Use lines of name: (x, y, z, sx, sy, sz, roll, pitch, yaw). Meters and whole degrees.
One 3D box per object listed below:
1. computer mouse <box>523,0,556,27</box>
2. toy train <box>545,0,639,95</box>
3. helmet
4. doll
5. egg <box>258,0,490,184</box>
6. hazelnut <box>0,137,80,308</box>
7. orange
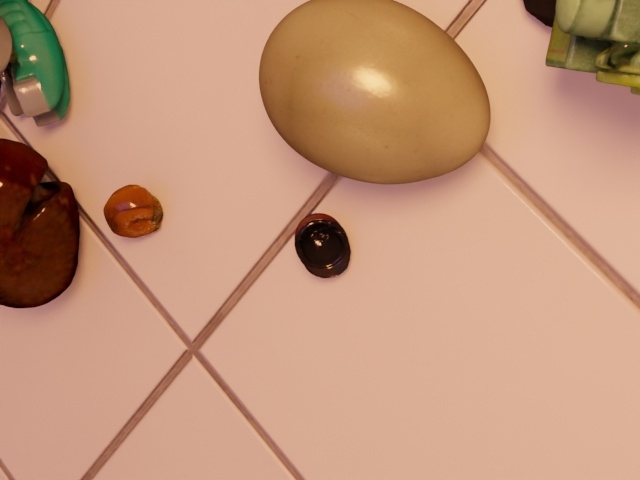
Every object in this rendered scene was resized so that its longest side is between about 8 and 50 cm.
computer mouse: (0.272, -0.243, 0.771, 0.172, 0.057, 0.099, 18, 110, 23)
toy train: (0.319, -0.183, 0.648, 0.272, 0.188, 0.159, 7, 105, -2)
helmet: (0.000, 0.001, 0.980, 0.065, 0.049, 0.084, -20, 119, 1)
doll: (-0.452, -0.280, 1.149, 0.153, 0.195, 0.258, -20, 59, -2)
egg: (0.055, -0.155, 0.837, 0.254, 0.188, 0.188, 24, 111, 18)
hazelnut: (-0.458, -0.019, 1.161, 0.217, 0.217, 0.251, -7, 119, 31)
orange: (-0.261, -0.043, 1.108, 0.086, 0.086, 0.062, -41, 55, 29)
